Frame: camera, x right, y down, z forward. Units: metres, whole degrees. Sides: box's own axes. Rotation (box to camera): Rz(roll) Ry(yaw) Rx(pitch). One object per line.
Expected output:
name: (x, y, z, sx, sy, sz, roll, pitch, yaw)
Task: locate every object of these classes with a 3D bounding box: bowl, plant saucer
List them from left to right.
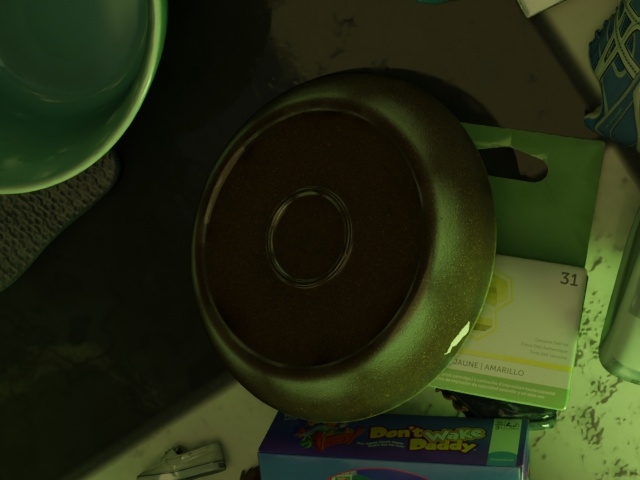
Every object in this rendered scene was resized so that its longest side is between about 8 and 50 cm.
bowl: (-0.258, -0.207, 1.025, 0.312, 0.163, 0.311, 3, 103, 15)
plant saucer: (0.000, 0.000, 0.996, 0.311, 0.050, 0.310, -6, 78, 31)

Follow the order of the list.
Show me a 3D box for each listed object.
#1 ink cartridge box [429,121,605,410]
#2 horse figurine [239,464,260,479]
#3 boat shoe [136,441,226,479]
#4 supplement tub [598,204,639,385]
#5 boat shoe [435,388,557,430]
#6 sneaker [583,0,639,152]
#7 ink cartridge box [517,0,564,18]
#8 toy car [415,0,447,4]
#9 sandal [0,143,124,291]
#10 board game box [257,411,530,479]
ink cartridge box: (0.145, 0.015, 0.994, 0.171, 0.056, 0.235, 9, 88, 12)
horse figurine: (-0.103, 0.356, 1.170, 0.174, 0.066, 0.263, 36, 111, 10)
boat shoe: (-0.143, 0.225, 1.169, 0.100, 0.035, 0.035, -18, 71, 22)
supplement tub: (0.395, 0.060, 0.902, 0.316, 0.193, 0.193, 18, 107, 11)
boat shoe: (0.128, 0.129, 1.055, 0.183, 0.065, 0.083, 3, 105, 14)
sneaker: (0.258, -0.170, 0.933, 0.081, 0.080, 0.211, 17, 117, 33)
ink cartridge box: (0.213, -0.239, 0.966, 0.115, 0.029, 0.062, -24, 96, 17)
toy car: (0.036, -0.298, 0.872, 0.210, 0.238, 0.219, 24, 116, 8)
sandal: (-0.298, -0.020, 1.145, 0.255, 0.054, 0.097, -31, 101, 9)
board game box: (0.079, 0.331, 1.080, 0.233, 0.078, 0.347, 1, 112, 14)
